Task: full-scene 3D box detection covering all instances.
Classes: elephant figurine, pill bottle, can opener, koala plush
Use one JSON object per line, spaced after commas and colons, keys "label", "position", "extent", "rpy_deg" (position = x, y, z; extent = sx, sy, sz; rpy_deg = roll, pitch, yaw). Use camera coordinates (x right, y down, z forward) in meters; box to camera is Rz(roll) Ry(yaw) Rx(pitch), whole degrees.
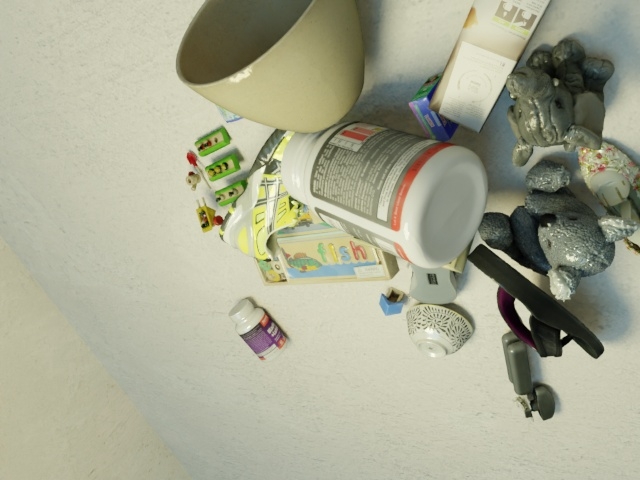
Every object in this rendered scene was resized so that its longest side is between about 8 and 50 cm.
{"label": "elephant figurine", "position": [0.349, -0.190, 0.849], "extent": [0.186, 0.239, 0.169], "rpy_deg": [34, 138, 3]}
{"label": "pill bottle", "position": [0.100, -0.104, 1.019], "extent": [0.363, 0.210, 0.210], "rpy_deg": [27, 142, 43]}
{"label": "can opener", "position": [0.505, 0.336, 1.361], "extent": [0.093, 0.074, 0.280], "rpy_deg": [-22, 120, 6]}
{"label": "koala plush", "position": [0.424, -0.002, 0.949], "extent": [0.203, 0.221, 0.196], "rpy_deg": [42, 98, -13]}
{"label": "pill bottle", "position": [-0.200, 0.281, 1.745], "extent": [0.108, 0.108, 0.193], "rpy_deg": [-20, 114, 43]}

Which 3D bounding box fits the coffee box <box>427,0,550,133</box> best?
{"label": "coffee box", "position": [0.273, -0.314, 0.865], "extent": [0.098, 0.141, 0.246], "rpy_deg": [29, 137, 10]}

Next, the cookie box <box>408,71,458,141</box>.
{"label": "cookie box", "position": [0.213, -0.239, 0.997], "extent": [0.040, 0.107, 0.092], "rpy_deg": [-15, 117, 42]}

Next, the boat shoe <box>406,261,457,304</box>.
{"label": "boat shoe", "position": [0.248, 0.052, 1.238], "extent": [0.113, 0.105, 0.306], "rpy_deg": [1, 153, 20]}

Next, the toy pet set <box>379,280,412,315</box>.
{"label": "toy pet set", "position": [0.175, 0.129, 1.385], "extent": [0.122, 0.065, 0.114], "rpy_deg": [22, 136, 16]}

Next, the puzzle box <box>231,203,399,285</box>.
{"label": "puzzle box", "position": [-0.026, -0.023, 1.358], "extent": [0.409, 0.052, 0.272], "rpy_deg": [-7, 111, 38]}

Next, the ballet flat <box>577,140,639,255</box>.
{"label": "ballet flat", "position": [0.530, -0.067, 0.962], "extent": [0.241, 0.077, 0.091], "rpy_deg": [48, 136, -12]}

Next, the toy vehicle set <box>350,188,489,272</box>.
{"label": "toy vehicle set", "position": [0.188, -0.048, 1.101], "extent": [0.035, 0.166, 0.267], "rpy_deg": [21, 177, -44]}

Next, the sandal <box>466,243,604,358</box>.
{"label": "sandal", "position": [0.408, 0.144, 1.089], "extent": [0.446, 0.167, 0.107], "rpy_deg": [32, 101, -35]}

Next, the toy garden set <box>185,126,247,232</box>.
{"label": "toy garden set", "position": [-0.277, -0.136, 1.410], "extent": [0.204, 0.049, 0.244], "rpy_deg": [-15, 99, 42]}

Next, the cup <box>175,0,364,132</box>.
{"label": "cup", "position": [-0.054, -0.327, 0.981], "extent": [0.331, 0.331, 0.237], "rpy_deg": [-4, 149, 37]}

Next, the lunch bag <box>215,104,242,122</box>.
{"label": "lunch bag", "position": [-0.179, -0.332, 1.188], "extent": [0.151, 0.096, 0.129], "rpy_deg": [-16, 117, 31]}

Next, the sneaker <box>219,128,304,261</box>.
{"label": "sneaker", "position": [-0.085, -0.120, 1.243], "extent": [0.147, 0.145, 0.385], "rpy_deg": [34, 121, 5]}

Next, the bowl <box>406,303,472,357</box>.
{"label": "bowl", "position": [0.286, 0.240, 1.377], "extent": [0.170, 0.080, 0.170], "rpy_deg": [17, 146, 12]}
